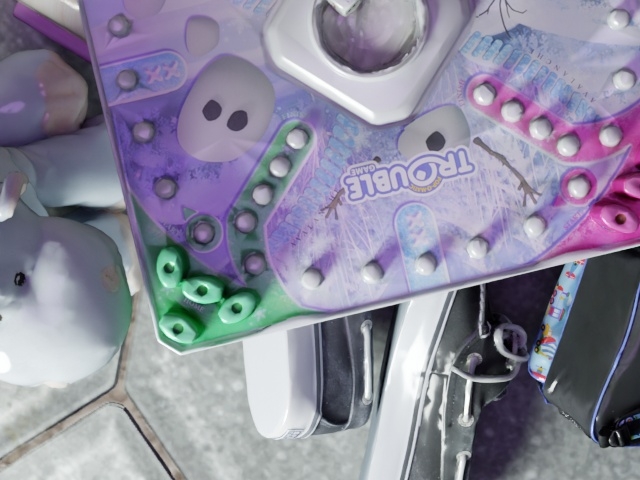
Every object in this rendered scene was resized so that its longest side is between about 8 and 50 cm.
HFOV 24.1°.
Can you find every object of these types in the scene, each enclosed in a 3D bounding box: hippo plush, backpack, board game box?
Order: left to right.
[{"bbox_3d":[-0.225,-0.022,1.057,0.294,0.236,0.234,36,87,-24],"label":"hippo plush"},{"bbox_3d":[0.033,-0.152,1.030,0.389,0.050,0.390,-13,89,0],"label":"board game box"},{"bbox_3d":[0.267,0.078,1.134,0.173,0.117,0.158,9,105,-30],"label":"backpack"}]

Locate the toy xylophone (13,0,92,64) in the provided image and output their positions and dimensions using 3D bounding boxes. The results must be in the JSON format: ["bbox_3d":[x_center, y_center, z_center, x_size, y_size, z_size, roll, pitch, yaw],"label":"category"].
[{"bbox_3d":[-0.098,-0.258,1.115,0.236,0.081,0.323,39,101,-3],"label":"toy xylophone"}]

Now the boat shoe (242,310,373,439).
[{"bbox_3d":[0.000,0.000,1.153,0.102,0.108,0.301,-2,88,-28],"label":"boat shoe"}]

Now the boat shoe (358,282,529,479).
[{"bbox_3d":[0.105,0.088,1.150,0.104,0.113,0.306,11,104,-2],"label":"boat shoe"}]
